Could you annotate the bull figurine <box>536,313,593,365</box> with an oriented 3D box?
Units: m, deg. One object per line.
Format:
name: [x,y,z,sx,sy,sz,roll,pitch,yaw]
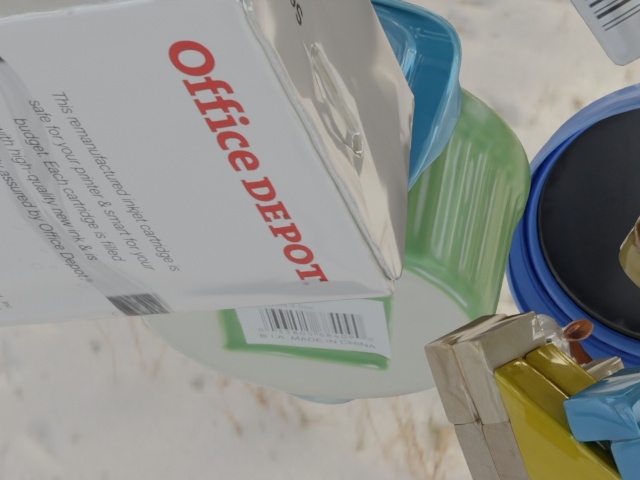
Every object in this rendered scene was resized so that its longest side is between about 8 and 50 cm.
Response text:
bull figurine: [0.248,0.185,1.894,0.101,0.310,0.188,-11,77,4]

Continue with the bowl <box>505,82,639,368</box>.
bowl: [0.389,0.000,1.919,0.391,0.391,0.077,10,35,5]

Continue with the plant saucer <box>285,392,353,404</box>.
plant saucer: [-0.037,0.084,1.714,0.195,0.195,0.037,31,48,21]

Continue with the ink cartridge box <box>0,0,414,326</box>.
ink cartridge box: [-0.093,-0.050,0.612,0.219,0.160,0.092,-5,53,19]

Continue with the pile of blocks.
pile of blocks: [0.210,0.134,0.816,0.113,0.149,0.362,-24,58,-37]

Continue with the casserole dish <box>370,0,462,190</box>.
casserole dish: [-0.014,-0.073,0.873,0.188,0.114,0.037,7,21,-39]

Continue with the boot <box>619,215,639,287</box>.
boot: [0.297,-0.101,1.063,0.089,0.269,0.236,34,37,5]

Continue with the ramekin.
ramekin: [0.000,0.000,1.369,0.303,0.303,0.148,8,61,3]

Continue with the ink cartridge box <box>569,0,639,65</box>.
ink cartridge box: [0.038,-0.263,0.802,0.071,0.324,0.330,-35,21,9]
